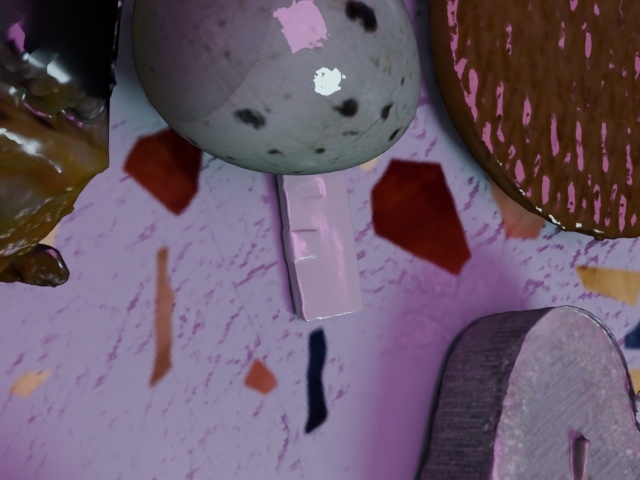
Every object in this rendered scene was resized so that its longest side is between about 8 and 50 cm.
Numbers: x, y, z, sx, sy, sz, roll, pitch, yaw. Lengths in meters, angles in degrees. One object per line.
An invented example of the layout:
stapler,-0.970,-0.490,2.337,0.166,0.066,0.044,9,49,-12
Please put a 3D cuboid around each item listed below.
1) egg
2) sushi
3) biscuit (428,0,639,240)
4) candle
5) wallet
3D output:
egg,-0.018,-0.094,0.736,0.164,0.131,0.131,32,68,-51
sushi,-0.178,-0.059,0.592,0.200,0.213,0.204,3,69,-12
biscuit,0.165,-0.129,0.913,0.262,0.037,0.262,3,85,-35
candle,0.125,0.142,0.846,0.168,0.068,0.192,-34,104,-35
wallet,0.000,0.000,0.806,0.044,0.011,0.083,-10,92,-34
